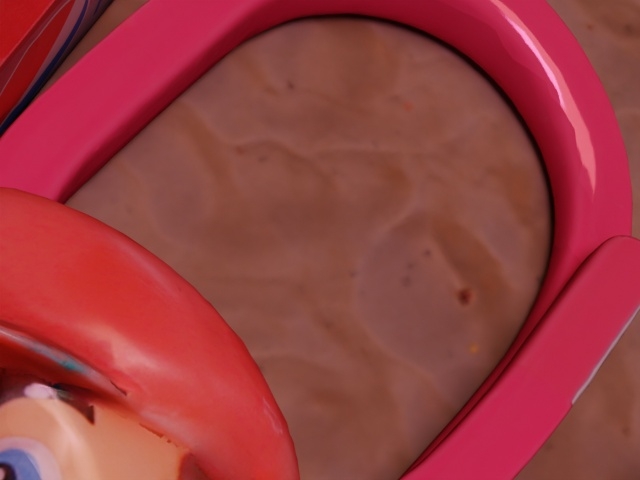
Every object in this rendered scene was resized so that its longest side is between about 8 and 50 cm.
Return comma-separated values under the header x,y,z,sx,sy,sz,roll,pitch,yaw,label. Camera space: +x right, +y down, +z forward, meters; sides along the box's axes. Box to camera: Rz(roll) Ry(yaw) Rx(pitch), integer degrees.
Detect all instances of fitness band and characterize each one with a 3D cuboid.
x,y,z,sx,sy,sz,roll,pitch,yaw,label
0.000,0.000,0.589,0.209,0.054,0.291,41,59,5,fitness band

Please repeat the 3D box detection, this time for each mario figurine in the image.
x,y,z,sx,sy,sz,roll,pitch,yaw,label
-0.081,0.135,0.323,0.198,0.170,0.320,4,67,-15,mario figurine

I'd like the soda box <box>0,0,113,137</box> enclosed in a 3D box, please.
x,y,z,sx,sy,sz,roll,pitch,yaw,label
-0.108,-0.112,0.573,0.083,0.092,0.263,34,60,-2,soda box
